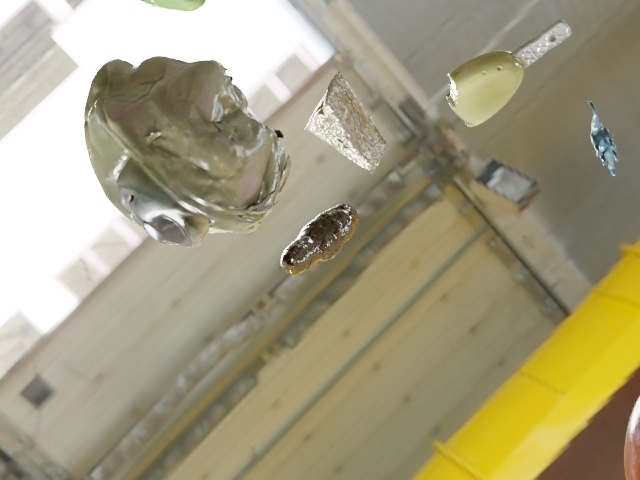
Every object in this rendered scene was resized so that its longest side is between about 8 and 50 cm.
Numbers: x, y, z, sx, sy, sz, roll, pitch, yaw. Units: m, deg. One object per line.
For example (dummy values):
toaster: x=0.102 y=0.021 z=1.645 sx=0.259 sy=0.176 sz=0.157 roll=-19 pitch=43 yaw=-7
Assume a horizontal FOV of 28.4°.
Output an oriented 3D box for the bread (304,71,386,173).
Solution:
bread: x=0.059 y=-0.199 z=2.152 sx=0.105 sy=0.152 sz=0.077 roll=-49 pitch=-167 yaw=53

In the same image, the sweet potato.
sweet potato: x=0.000 y=0.000 z=1.784 sx=0.067 sy=0.067 sz=0.274 roll=-32 pitch=-175 yaw=29

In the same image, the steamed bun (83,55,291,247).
steamed bun: x=-0.204 y=-0.098 z=1.736 sx=0.280 sy=0.268 sz=0.207 roll=5 pitch=-131 yaw=31

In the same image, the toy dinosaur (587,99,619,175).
toy dinosaur: x=0.580 y=-0.201 z=2.596 sx=0.045 sy=0.197 sz=0.080 roll=-22 pitch=-144 yaw=11

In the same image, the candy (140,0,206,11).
candy: x=-0.210 y=-0.539 z=2.036 sx=0.142 sy=0.132 sz=0.344 roll=12 pitch=-93 yaw=30

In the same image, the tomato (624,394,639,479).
tomato: x=0.614 y=0.302 z=1.846 sx=0.341 sy=0.341 sz=0.273 roll=-40 pitch=-167 yaw=8

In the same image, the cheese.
cheese: x=0.334 y=-0.310 z=2.262 sx=0.255 sy=0.127 sz=0.050 roll=-37 pitch=-140 yaw=19
